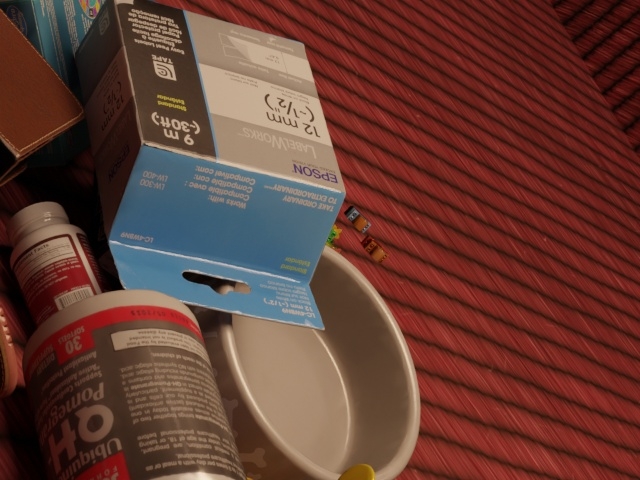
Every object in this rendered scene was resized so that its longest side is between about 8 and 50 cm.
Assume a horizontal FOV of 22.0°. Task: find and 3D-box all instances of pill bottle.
[{"bbox_3d":[-0.157,0.216,1.492,0.176,0.176,0.318,25,34,-44],"label":"pill bottle"},{"bbox_3d":[-0.263,0.040,1.676,0.086,0.086,0.152,13,43,-54],"label":"pill bottle"}]

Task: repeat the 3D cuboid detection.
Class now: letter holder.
[{"bbox_3d":[-0.410,-0.175,1.658,0.302,0.152,0.214,48,22,-5],"label":"letter holder"}]

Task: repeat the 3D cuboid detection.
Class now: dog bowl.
[{"bbox_3d":[-0.026,0.146,1.820,0.349,0.102,0.349,29,45,-35],"label":"dog bowl"}]

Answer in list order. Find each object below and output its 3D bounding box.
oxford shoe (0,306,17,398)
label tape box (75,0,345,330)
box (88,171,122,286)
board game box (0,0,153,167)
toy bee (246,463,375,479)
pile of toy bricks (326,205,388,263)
[{"bbox_3d":[-0.404,0.014,1.479,0.130,0.123,0.348,-33,84,-40],"label":"oxford shoe"},{"bbox_3d":[-0.109,-0.087,1.751,0.249,0.115,0.348,13,42,-31],"label":"label tape box"},{"bbox_3d":[-0.150,0.015,1.946,0.270,0.060,0.216,37,26,-28],"label":"box"},{"bbox_3d":[-0.288,-0.249,1.915,0.336,0.079,0.254,-49,133,-67],"label":"board game box"},{"bbox_3d":[0.026,0.318,1.643,0.298,0.162,0.195,16,75,-20],"label":"toy bee"},{"bbox_3d":[0.000,0.000,2.137,0.212,0.118,0.105,41,6,-17],"label":"pile of toy bricks"}]
